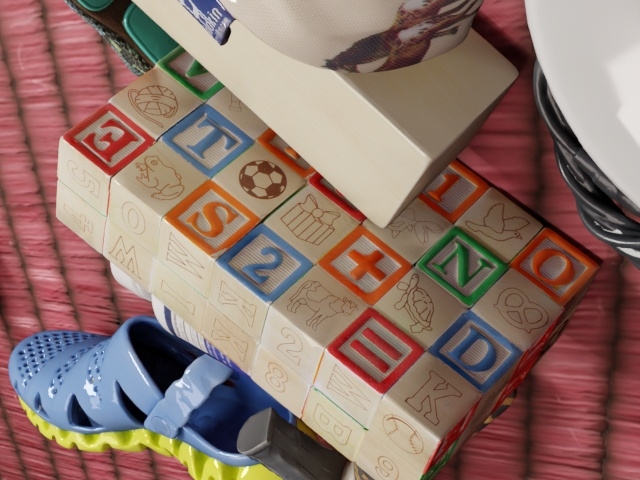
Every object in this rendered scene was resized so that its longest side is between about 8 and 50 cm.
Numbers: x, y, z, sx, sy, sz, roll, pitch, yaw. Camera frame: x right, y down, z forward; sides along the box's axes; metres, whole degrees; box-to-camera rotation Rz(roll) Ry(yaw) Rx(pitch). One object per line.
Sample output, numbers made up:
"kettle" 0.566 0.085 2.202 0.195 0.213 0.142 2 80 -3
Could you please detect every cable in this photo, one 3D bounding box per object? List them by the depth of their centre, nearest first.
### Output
"cable" 0.179 -0.063 0.803 0.150 0.047 0.184 12 131 52

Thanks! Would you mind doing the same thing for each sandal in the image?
"sandal" -0.144 0.117 1.296 0.317 0.126 0.138 9 129 32

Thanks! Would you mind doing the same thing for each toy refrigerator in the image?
"toy refrigerator" -0.020 -0.143 0.892 0.269 0.094 0.102 43 154 6

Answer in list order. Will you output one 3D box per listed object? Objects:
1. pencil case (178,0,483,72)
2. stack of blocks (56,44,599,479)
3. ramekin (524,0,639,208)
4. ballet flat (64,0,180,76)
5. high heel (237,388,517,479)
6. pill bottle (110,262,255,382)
"pencil case" 0.042 -0.245 0.645 0.183 0.160 0.410 23 146 -2
"stack of blocks" 0.000 0.000 0.947 0.297 0.171 0.087 38 146 15
"ramekin" 0.214 -0.110 0.588 0.277 0.135 0.277 22 134 25
"ballet flat" -0.142 -0.167 0.999 0.070 0.070 0.188 11 148 42
"high heel" 0.086 0.165 1.143 0.261 0.093 0.186 -20 132 42
"pill bottle" -0.058 0.034 1.104 0.187 0.112 0.112 27 143 28
